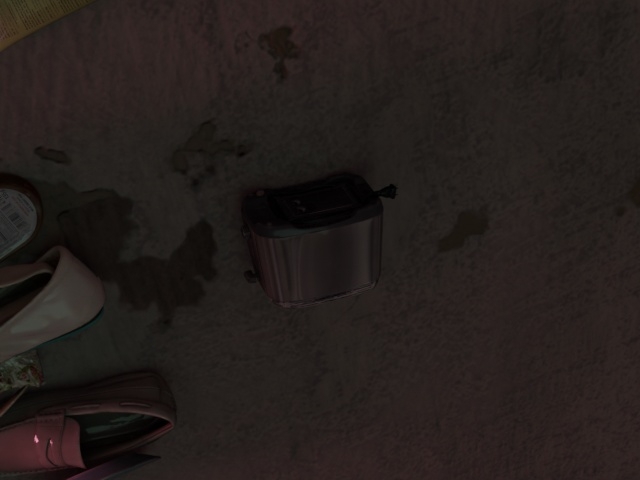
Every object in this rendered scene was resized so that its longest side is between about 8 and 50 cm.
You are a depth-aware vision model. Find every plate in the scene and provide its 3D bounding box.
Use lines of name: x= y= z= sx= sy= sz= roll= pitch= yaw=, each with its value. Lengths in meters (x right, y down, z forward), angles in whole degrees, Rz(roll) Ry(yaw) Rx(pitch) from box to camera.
plate: x=-0.323 y=0.341 z=1.843 sx=0.188 sy=0.188 sz=0.024 roll=-21 pitch=83 yaw=-9

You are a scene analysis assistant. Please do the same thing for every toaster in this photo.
toaster: x=0.000 y=0.000 z=1.792 sx=0.227 sy=0.129 sz=0.146 roll=-13 pitch=124 yaw=-16

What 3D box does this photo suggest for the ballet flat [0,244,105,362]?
ballet flat: x=-0.480 y=0.126 z=1.676 sx=0.400 sy=0.139 sz=0.139 roll=-29 pitch=123 yaw=-11

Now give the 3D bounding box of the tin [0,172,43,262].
tin: x=-0.453 y=-0.011 z=1.672 sx=0.189 sy=0.040 sz=0.106 roll=-35 pitch=118 yaw=0

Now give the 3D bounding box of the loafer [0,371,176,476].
loafer: x=-0.361 y=0.273 z=1.807 sx=0.319 sy=0.111 sz=0.112 roll=-18 pitch=121 yaw=-11

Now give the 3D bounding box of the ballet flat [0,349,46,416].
ballet flat: x=-0.484 y=0.227 z=1.747 sx=0.241 sy=0.091 sz=0.077 roll=-33 pitch=95 yaw=-1

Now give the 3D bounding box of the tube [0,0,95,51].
tube: x=-0.323 y=-0.310 z=1.556 sx=0.240 sy=0.062 sz=0.070 roll=-25 pitch=78 yaw=-1
